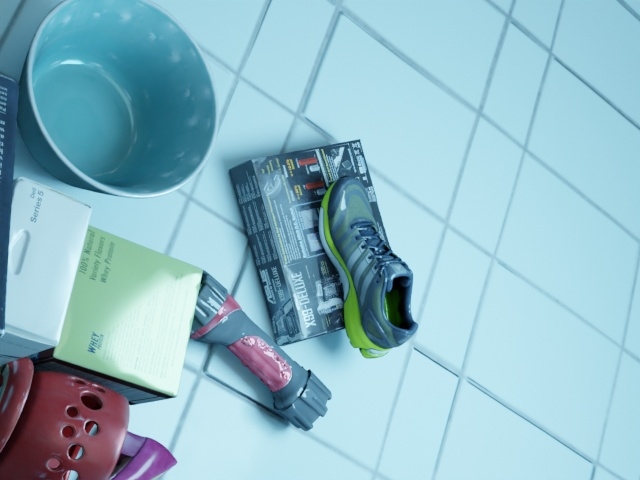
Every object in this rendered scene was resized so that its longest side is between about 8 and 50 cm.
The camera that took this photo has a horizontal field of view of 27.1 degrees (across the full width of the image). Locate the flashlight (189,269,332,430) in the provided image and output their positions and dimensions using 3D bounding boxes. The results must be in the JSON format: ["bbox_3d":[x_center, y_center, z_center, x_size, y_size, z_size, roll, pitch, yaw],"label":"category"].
[{"bbox_3d":[-0.109,0.179,2.067,0.103,0.103,0.304,-46,110,-9],"label":"flashlight"}]

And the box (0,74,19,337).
[{"bbox_3d":[-0.523,-0.002,1.583,0.212,0.293,0.395,21,44,-31],"label":"box"}]

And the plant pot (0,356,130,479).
[{"bbox_3d":[-0.375,0.264,1.781,0.174,0.191,0.191,27,63,-23],"label":"plant pot"}]

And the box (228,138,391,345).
[{"bbox_3d":[0.000,0.000,2.213,0.242,0.076,0.307,-15,87,-39],"label":"box"}]

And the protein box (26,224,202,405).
[{"bbox_3d":[-0.304,0.111,1.906,0.201,0.136,0.199,23,66,-32],"label":"protein box"}]

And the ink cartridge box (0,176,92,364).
[{"bbox_3d":[-0.427,0.053,1.736,0.115,0.273,0.198,24,65,-32],"label":"ink cartridge box"}]

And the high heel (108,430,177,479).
[{"bbox_3d":[-0.287,0.384,1.884,0.117,0.082,0.244,31,48,-17],"label":"high heel"}]

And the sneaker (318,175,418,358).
[{"bbox_3d":[0.089,0.036,2.143,0.111,0.121,0.299,-16,89,-40],"label":"sneaker"}]

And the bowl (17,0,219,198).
[{"bbox_3d":[-0.321,-0.194,1.956,0.312,0.163,0.311,11,71,-35],"label":"bowl"}]
